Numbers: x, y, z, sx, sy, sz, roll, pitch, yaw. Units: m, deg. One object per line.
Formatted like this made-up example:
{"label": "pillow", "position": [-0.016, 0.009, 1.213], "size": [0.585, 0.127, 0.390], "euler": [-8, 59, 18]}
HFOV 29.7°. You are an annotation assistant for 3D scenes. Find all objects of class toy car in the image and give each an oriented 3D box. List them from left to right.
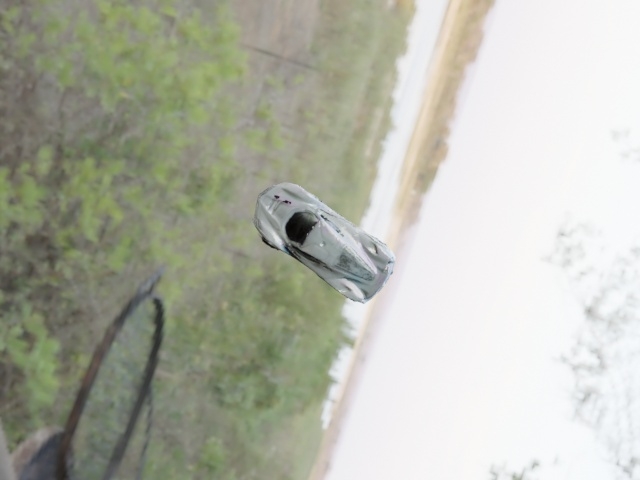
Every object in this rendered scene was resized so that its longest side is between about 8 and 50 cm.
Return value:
{"label": "toy car", "position": [0.000, 0.000, 0.721], "size": [0.041, 0.093, 0.025], "euler": [-57, 173, 4]}
